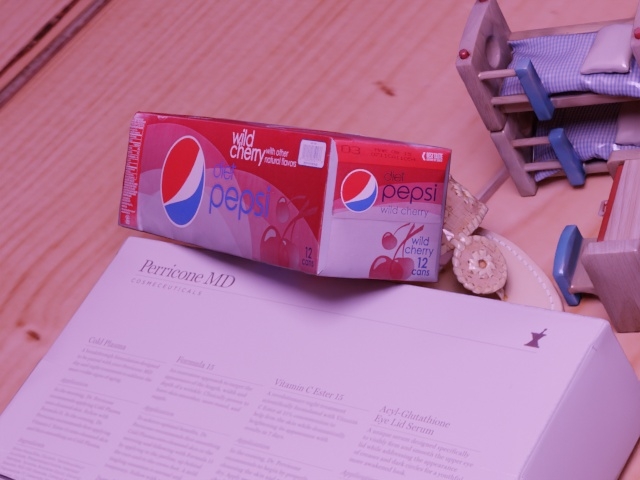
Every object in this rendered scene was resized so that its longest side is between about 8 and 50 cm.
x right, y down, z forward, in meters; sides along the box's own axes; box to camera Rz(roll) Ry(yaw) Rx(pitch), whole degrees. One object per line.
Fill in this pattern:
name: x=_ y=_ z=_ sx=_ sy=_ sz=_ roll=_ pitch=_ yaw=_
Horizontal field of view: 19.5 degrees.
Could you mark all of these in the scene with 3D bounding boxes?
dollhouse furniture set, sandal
dollhouse furniture set: x=0.154 y=-0.054 z=1.148 sx=0.129 sy=0.129 sz=0.184 roll=-4 pitch=47 yaw=30
sandal: x=0.056 y=-0.014 z=1.189 sx=0.088 sy=0.079 sz=0.240 roll=-38 pitch=47 yaw=-9

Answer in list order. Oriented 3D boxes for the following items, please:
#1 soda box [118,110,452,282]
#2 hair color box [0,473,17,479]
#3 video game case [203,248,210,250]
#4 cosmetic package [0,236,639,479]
soda box: x=-0.029 y=-0.032 z=1.183 sx=0.263 sy=0.092 sz=0.083 roll=13 pitch=99 yaw=57
hair color box: x=-0.294 y=0.270 z=1.040 sx=0.185 sy=0.110 sz=0.339 roll=11 pitch=77 yaw=40
video game case: x=0.000 y=0.000 z=1.283 sx=0.166 sy=0.015 sz=0.119 roll=18 pitch=60 yaw=43
cosmetic package: x=-0.037 y=0.151 z=1.089 sx=0.377 sy=0.097 sz=0.284 roll=10 pitch=57 yaw=40
